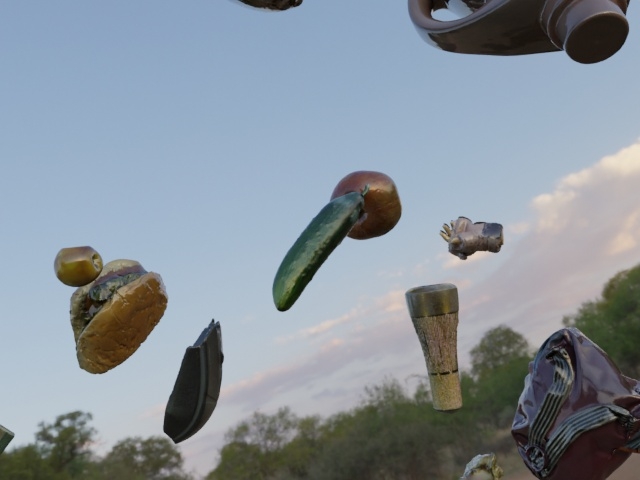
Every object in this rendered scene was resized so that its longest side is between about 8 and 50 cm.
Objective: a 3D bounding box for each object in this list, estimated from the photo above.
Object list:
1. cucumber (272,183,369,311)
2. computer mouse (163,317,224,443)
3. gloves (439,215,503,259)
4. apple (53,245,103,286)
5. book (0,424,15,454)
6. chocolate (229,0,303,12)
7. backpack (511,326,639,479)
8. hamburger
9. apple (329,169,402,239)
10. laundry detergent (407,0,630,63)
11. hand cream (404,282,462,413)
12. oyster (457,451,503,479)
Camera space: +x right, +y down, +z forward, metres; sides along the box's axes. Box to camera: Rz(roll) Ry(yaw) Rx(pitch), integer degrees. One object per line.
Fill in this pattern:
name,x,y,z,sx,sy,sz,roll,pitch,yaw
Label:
cucumber,0.000,0.000,0.901,0.250,0.056,0.056,-52,-3,-31
computer mouse,-0.203,0.245,1.090,0.071,0.231,0.126,20,5,4
gloves,0.368,-0.005,1.521,0.110,0.144,0.094,-53,-37,-27
apple,-0.578,0.062,1.518,0.102,0.099,0.114,-7,-1,16
book,-0.565,0.311,0.789,0.283,0.215,0.025,-54,16,-17
chocolate,-0.113,-0.297,0.573,0.080,0.254,0.157,-31,-40,-21
backpack,0.548,0.384,1.371,0.197,0.283,0.317,11,-63,-48
hamburger,-0.554,0.178,1.695,0.162,0.330,0.209,17,-34,23
apple,0.078,-0.064,1.106,0.126,0.126,0.102,-35,3,35
laundry detergent,0.155,-0.206,0.519,0.171,0.237,0.076,-21,-47,24
hand cream,0.189,0.170,0.990,0.084,0.203,0.084,-9,-4,-1
oyster,0.325,0.507,1.240,0.133,0.209,0.072,-17,14,46
